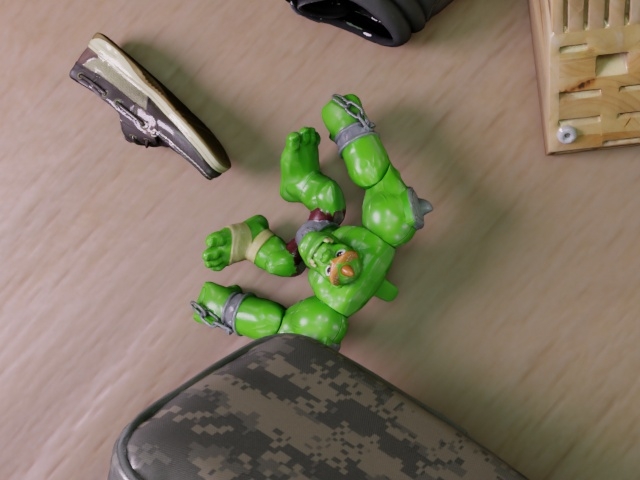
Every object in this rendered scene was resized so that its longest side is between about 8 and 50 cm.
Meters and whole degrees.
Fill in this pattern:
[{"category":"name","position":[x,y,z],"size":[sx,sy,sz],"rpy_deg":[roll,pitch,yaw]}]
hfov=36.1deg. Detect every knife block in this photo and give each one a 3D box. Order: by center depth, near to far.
[{"category":"knife block","position":[0.193,-0.235,0.718],"size":[0.088,0.242,0.276],"rpy_deg":[-5,130,7]}]

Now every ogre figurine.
[{"category":"ogre figurine","position":[0.000,0.000,0.711],"size":[0.118,0.097,0.197],"rpy_deg":[36,75,25]}]

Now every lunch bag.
[{"category":"lunch bag","position":[0.007,0.250,0.611],"size":[0.305,0.212,0.256],"rpy_deg":[29,122,20]}]

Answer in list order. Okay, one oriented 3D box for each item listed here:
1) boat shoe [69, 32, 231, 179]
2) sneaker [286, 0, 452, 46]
[{"category":"boat shoe","position":[-0.131,-0.094,0.750],"size":[0.049,0.056,0.152],"rpy_deg":[-47,73,6]},{"category":"sneaker","position":[-0.011,-0.258,0.719],"size":[0.295,0.104,0.147],"rpy_deg":[37,85,3]}]
